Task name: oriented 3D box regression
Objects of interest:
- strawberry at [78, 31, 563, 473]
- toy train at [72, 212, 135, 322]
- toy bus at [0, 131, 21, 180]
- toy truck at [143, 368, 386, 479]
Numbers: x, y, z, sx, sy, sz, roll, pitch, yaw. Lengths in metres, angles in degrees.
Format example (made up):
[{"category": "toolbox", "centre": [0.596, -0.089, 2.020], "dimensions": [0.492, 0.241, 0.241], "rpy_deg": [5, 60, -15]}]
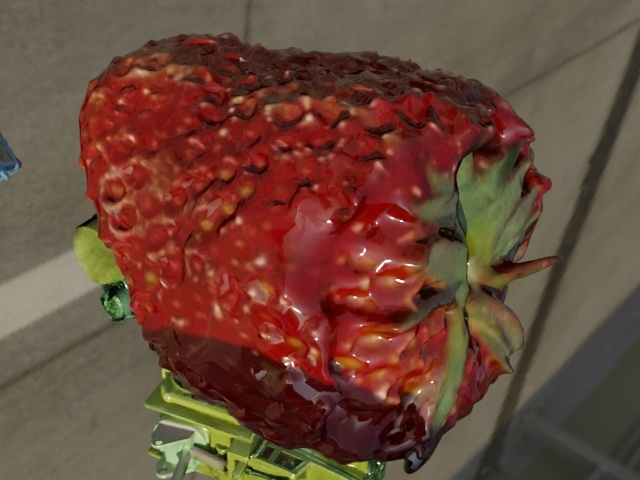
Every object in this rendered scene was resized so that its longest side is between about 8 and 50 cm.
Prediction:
[{"category": "strawberry", "centre": [0.000, -0.004, 0.687], "dimensions": [0.261, 0.258, 0.261], "rpy_deg": [-26, 121, -54]}, {"category": "toy train", "centre": [-0.213, -0.009, 1.615], "dimensions": [0.307, 0.126, 0.189], "rpy_deg": [-40, 121, -43]}, {"category": "toy bus", "centre": [-0.422, -0.026, 0.985], "dimensions": [0.297, 0.106, 0.131], "rpy_deg": [-32, -175, -2]}, {"category": "toy truck", "centre": [-0.064, 0.229, 1.157], "dimensions": [0.135, 0.260, 0.128], "rpy_deg": [-56, 154, -52]}]
